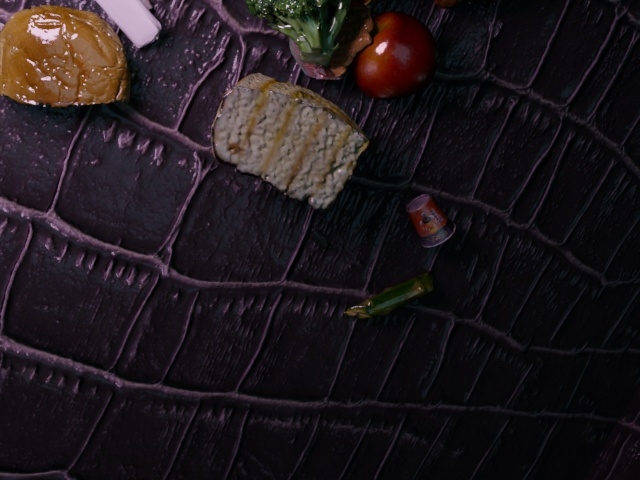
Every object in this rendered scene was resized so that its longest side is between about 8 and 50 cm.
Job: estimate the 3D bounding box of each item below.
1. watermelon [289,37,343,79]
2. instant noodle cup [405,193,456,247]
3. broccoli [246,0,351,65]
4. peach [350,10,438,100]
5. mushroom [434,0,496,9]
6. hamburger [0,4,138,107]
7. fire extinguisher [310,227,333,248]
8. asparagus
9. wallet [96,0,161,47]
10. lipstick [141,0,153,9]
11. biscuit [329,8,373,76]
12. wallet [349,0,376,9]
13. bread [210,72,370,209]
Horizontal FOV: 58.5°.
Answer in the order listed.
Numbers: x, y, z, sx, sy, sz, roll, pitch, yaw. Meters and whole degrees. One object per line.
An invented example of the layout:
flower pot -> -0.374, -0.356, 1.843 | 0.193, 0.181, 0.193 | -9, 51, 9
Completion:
watermelon -> -0.018, -0.477, 1.512 | 0.180, 0.094, 0.081 | 34, 98, -10
instant noodle cup -> 0.338, -0.068, 1.789 | 0.127, 0.127, 0.136 | -38, 110, -5
broccoli -> -0.037, -0.552, 1.369 | 0.294, 0.264, 0.246 | -2, 82, -62
peach -> 0.201, -0.482, 1.531 | 0.243, 0.199, 0.244 | -11, 123, -17
mushroom -> 0.394, -0.740, 1.510 | 0.263, 0.195, 0.283 | -49, 146, -4
hamburger -> -0.570, -0.414, 1.286 | 0.308, 0.132, 0.211 | -1, 112, -20
fire extinguisher -> 0.000, 0.000, 1.727 | 0.038, 0.025, 0.083 | -24, 123, 31
asparagus -> 0.238, 0.187, 1.861 | 0.342, 0.085, 0.082 | -21, 139, -16
wallet -> -0.452, -0.537, 1.320 | 0.095, 0.033, 0.190 | -22, 123, 35
lipstick -> -0.435, -0.598, 1.323 | 0.038, 0.038, 0.131 | -27, 117, -11
biscuit -> 0.077, -0.538, 1.491 | 0.035, 0.162, 0.250 | 36, 62, -41
wallet -> 0.153, -0.691, 1.462 | 0.241, 0.141, 0.067 | -49, 122, -2
bread -> -0.102, -0.278, 1.462 | 0.395, 0.264, 0.239 | 22, 112, -27
